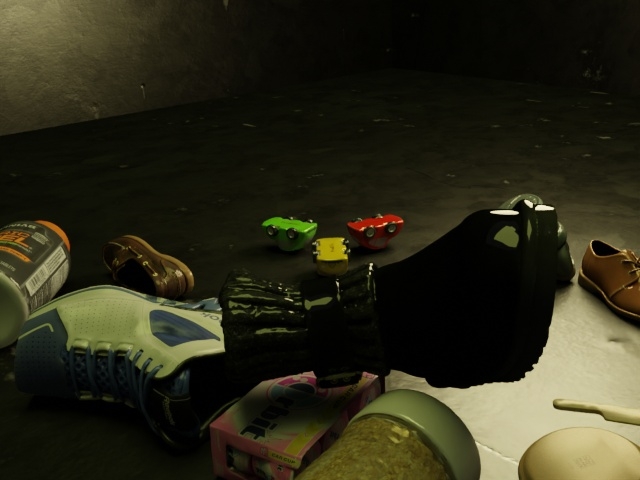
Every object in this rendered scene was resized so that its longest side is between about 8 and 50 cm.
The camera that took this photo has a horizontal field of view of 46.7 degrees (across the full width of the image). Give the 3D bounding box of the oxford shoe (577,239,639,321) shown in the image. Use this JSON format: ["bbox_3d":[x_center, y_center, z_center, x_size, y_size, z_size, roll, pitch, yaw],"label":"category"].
[{"bbox_3d":[0.440,0.058,1.045,0.076,0.076,0.212,-8,23,-18],"label":"oxford shoe"}]

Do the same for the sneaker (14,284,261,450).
[{"bbox_3d":[-0.195,0.140,0.833,0.315,0.128,0.182,-2,19,-3],"label":"sneaker"}]

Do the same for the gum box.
[{"bbox_3d":[-0.021,0.189,0.771,0.107,0.062,0.188,10,24,29],"label":"gum box"}]

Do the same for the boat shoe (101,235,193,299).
[{"bbox_3d":[-0.292,0.043,1.174,0.206,0.073,0.073,16,26,40],"label":"boat shoe"}]

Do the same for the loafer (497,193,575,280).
[{"bbox_3d":[0.356,-0.004,1.242,0.096,0.084,0.267,-32,14,11],"label":"loafer"}]

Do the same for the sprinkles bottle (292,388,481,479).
[{"bbox_3d":[-0.007,0.244,0.547,0.121,0.121,0.355,12,26,34],"label":"sprinkles bottle"}]

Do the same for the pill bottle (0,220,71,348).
[{"bbox_3d":[-0.453,0.050,1.099,0.130,0.131,0.246,-2,20,1],"label":"pill bottle"}]

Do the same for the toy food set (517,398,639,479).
[{"bbox_3d":[0.254,0.224,0.696,0.132,0.039,0.192,3,26,34],"label":"toy food set"}]

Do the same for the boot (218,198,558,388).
[{"bbox_3d":[0.038,0.061,0.661,0.260,0.348,0.131,7,65,-5],"label":"boot"}]

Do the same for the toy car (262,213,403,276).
[{"bbox_3d":[0.000,0.000,1.281,0.224,0.053,0.239,10,24,31],"label":"toy car"}]
